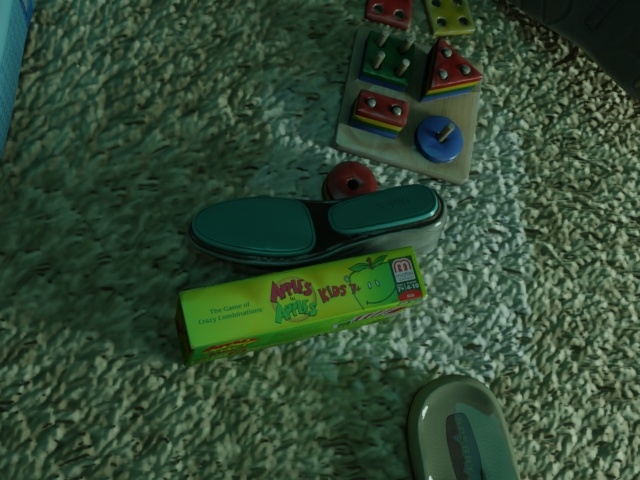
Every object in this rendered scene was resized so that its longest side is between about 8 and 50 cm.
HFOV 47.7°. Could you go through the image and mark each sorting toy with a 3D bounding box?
[{"bbox_3d":[0.092,-0.144,0.683,0.132,0.046,0.274,15,70,-9],"label":"sorting toy"}]

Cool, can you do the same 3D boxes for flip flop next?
[{"bbox_3d":[0.141,0.238,0.557,0.112,0.080,0.276,-9,75,-16],"label":"flip flop"}]

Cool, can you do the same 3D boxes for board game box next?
[{"bbox_3d":[-0.019,0.052,0.570,0.182,0.092,0.043,-11,75,-17],"label":"board game box"}]

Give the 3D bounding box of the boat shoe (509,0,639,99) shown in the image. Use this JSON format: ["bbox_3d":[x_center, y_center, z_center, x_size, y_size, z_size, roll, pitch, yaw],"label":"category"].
[{"bbox_3d":[0.280,-0.259,0.741,0.116,0.123,0.324,-13,64,-51],"label":"boat shoe"}]

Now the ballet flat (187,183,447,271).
[{"bbox_3d":[0.000,0.000,0.602,0.213,0.068,0.072,-7,50,-5],"label":"ballet flat"}]

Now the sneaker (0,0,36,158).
[{"bbox_3d":[-0.336,-0.209,0.557,0.208,0.127,0.318,8,71,-13],"label":"sneaker"}]
